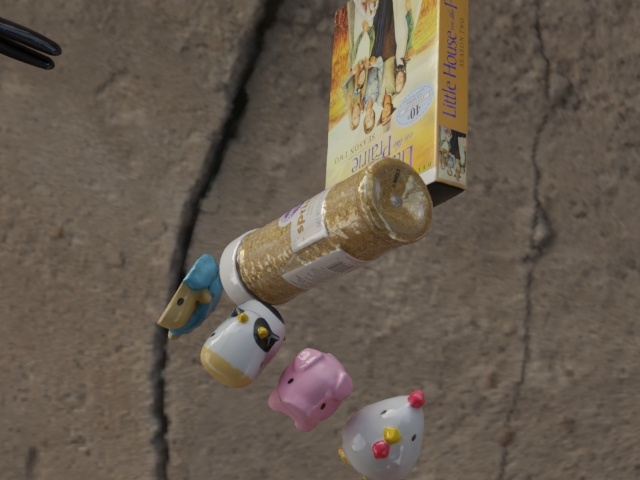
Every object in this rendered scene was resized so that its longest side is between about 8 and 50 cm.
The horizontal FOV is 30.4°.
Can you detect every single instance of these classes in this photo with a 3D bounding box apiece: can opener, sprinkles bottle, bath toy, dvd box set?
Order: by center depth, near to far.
[{"bbox_3d":[-0.021,0.155,1.380,0.348,0.151,0.129,35,122,0],"label":"bath toy"},{"bbox_3d":[-0.405,-0.254,1.422,0.059,0.186,0.073,-37,39,43],"label":"can opener"},{"bbox_3d":[0.000,0.000,1.624,0.355,0.121,0.121,-27,71,49],"label":"sprinkles bottle"},{"bbox_3d":[0.112,-0.226,1.803,0.307,0.062,0.420,-28,53,55],"label":"dvd box set"}]
